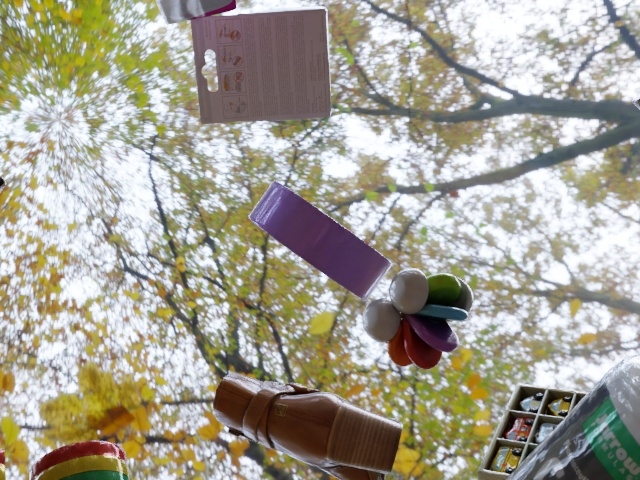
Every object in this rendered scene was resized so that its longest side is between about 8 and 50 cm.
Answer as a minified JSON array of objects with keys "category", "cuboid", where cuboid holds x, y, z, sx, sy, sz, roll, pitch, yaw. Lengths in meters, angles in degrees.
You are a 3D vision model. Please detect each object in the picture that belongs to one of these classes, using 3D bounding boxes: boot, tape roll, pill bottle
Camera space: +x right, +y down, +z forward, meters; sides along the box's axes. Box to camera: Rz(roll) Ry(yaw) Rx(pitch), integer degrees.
[{"category":"boot","cuboid":[-0.018,0.245,0.940,0.220,0.283,0.109,15,-106,8]},{"category":"tape roll","cuboid":[0.000,0.000,1.410,0.274,0.275,0.090,34,-89,-21]},{"category":"pill bottle","cuboid":[0.353,0.255,0.810,0.204,0.204,0.361,20,-61,-21]}]

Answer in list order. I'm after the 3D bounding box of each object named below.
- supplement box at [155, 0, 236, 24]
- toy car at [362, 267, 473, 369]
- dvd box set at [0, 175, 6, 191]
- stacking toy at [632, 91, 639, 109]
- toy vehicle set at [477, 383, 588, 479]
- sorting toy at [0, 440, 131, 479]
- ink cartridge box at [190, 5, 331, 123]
[{"category":"supplement box","cuboid":[-0.179,-0.378,1.011,0.111,0.220,0.114,-14,-86,-6]},{"category":"toy car","cuboid":[0.173,0.139,1.238,0.159,0.136,0.182,15,-52,-37]},{"category":"dvd box set","cuboid":[-0.680,-0.067,1.127,0.307,0.420,0.062,44,-141,-11]},{"category":"stacking toy","cuboid":[0.403,-0.118,0.744,0.167,0.052,0.221,48,-139,2]},{"category":"toy vehicle set","cuboid":[0.358,0.310,1.153,0.267,0.166,0.035,-36,-57,-57]},{"category":"sorting toy","cuboid":[-0.293,0.264,0.656,0.255,0.089,0.257,21,-57,-42]},{"category":"ink cartridge box","cuboid":[-0.100,-0.306,1.309,0.232,0.066,0.189,-3,-69,-2]}]
